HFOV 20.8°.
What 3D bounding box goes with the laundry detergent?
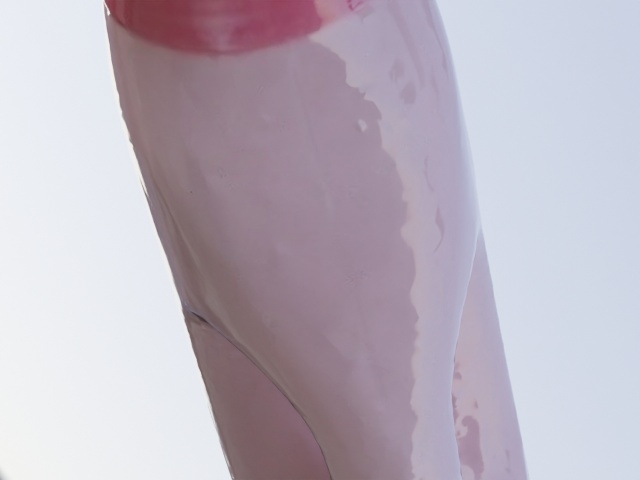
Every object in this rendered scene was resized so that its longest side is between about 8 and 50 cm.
[{"bbox_3d":[0.000,0.000,0.456,0.335,0.088,0.159,76,-5,-45],"label":"laundry detergent"}]
